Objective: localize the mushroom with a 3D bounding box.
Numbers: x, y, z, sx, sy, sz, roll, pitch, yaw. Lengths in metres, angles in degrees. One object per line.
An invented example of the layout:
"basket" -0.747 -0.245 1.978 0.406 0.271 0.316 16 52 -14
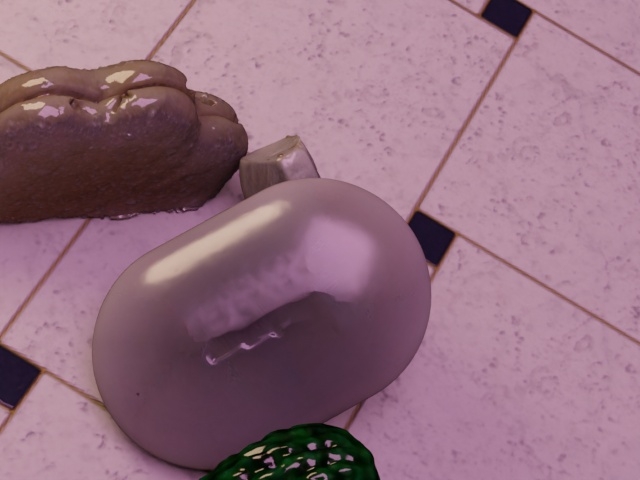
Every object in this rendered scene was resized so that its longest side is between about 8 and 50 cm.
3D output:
"mushroom" -0.003 0.003 1.584 0.223 0.092 0.081 61 27 -4

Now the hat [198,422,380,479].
"hat" -0.070 0.323 1.322 0.332 0.274 0.242 -27 38 -3

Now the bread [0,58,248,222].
"bread" -0.228 -0.102 1.538 0.337 0.183 0.102 -7 62 -22

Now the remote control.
"remote control" -0.055 0.077 1.487 0.332 0.103 0.221 -28 87 -5
